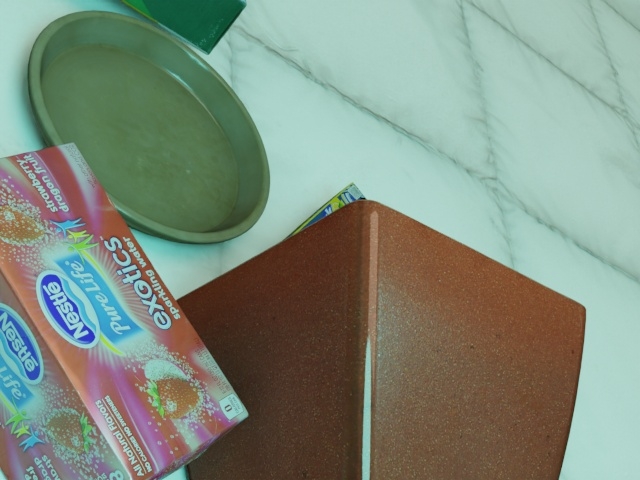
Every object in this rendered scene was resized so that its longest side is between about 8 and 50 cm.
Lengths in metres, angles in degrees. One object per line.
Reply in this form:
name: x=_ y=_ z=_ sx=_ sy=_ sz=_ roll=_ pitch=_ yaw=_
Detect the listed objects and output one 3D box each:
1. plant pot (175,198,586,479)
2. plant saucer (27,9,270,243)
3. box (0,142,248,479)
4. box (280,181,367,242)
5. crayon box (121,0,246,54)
plant pot: x=0.043 y=0.160 z=0.813 sx=0.267 sy=0.267 sz=0.236 roll=24 pitch=54 yaw=-33
plant saucer: x=-0.169 y=-0.109 z=0.989 sx=0.278 sy=0.041 sz=0.278 roll=29 pitch=39 yaw=-28
box: x=-0.190 y=0.071 z=0.730 sx=0.128 sy=0.122 sz=0.257 roll=-23 pitch=77 yaw=-53
box: x=0.000 y=0.000 z=1.062 sx=0.054 sy=0.059 sz=0.169 roll=51 pitch=35 yaw=-2
crayon box: x=-0.236 y=-0.357 z=1.073 sx=0.323 sy=0.083 sz=0.203 roll=28 pitch=30 yaw=-29
